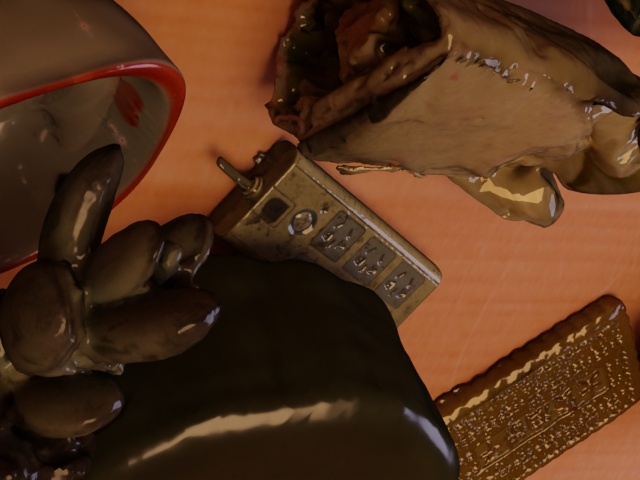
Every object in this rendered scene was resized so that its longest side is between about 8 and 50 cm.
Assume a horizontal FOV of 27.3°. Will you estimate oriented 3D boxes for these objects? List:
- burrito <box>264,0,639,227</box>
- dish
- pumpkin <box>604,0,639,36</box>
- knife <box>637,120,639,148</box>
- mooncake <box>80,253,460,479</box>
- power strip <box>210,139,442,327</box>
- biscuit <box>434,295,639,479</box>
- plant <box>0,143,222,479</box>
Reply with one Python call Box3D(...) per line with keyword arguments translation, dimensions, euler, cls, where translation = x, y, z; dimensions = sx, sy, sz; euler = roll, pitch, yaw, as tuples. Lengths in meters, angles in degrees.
Box3D(translation=(0.131, -0.107, 0.991), dimensions=(0.332, 0.135, 0.190), euler=(14, 146, -41), cls="burrito")
Box3D(translation=(-0.215, -0.071, 0.794), dimensions=(0.256, 0.117, 0.256), euler=(-32, 167, -8), cls="dish")
Box3D(translation=(0.300, -0.295, 0.917), dimensions=(0.293, 0.197, 0.263), euler=(-23, 168, -26), cls="pumpkin")
Box3D(translation=(0.275, -0.138, 0.962), dimensions=(0.278, 0.053, 0.123), euler=(-22, 136, -64), cls="knife")
Box3D(translation=(-0.080, 0.178, 1.029), dimensions=(0.356, 0.194, 0.356), euler=(-12, 131, -14), cls="mooncake")
Box3D(translation=(0.000, 0.000, 1.067), dimensions=(0.092, 0.034, 0.268), euler=(-46, 133, 6), cls="power strip")
Box3D(translation=(0.213, 0.174, 1.330), dimensions=(0.254, 0.029, 0.172), euler=(-31, 134, -7), cls="biscuit")
Box3D(translation=(-0.174, 0.073, 0.804), dimensions=(0.274, 0.146, 0.149), euler=(-40, 176, 21), cls="plant")
